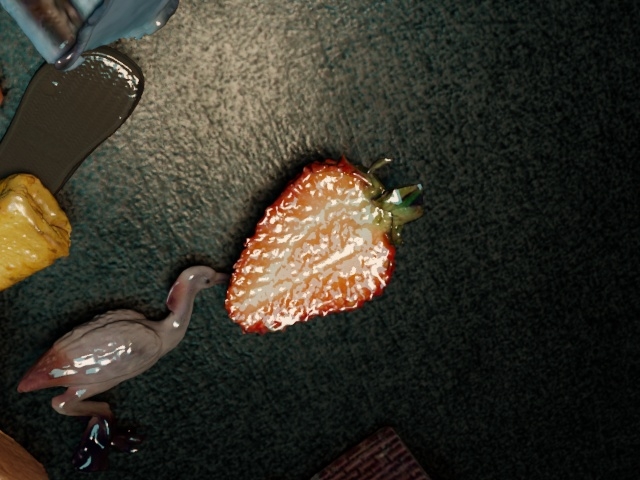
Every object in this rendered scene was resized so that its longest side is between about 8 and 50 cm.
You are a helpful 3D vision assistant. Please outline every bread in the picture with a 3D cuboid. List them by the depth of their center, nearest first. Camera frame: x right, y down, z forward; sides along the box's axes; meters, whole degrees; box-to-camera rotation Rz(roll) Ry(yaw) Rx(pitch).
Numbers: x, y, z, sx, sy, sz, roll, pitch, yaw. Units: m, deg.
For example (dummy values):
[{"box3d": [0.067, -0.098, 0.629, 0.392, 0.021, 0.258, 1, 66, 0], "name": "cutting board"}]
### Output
[{"box3d": [-0.395, 0.010, 1.007, 0.211, 0.083, 0.114, -26, 114, 11], "name": "bread"}]

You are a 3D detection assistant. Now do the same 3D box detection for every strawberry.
[{"box3d": [0.000, 0.000, 1.092, 0.286, 0.106, 0.188, -35, 105, 6], "name": "strawberry"}]

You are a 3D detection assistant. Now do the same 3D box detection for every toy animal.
[{"box3d": [-0.240, 0.133, 1.084, 0.195, 0.090, 0.324, 34, 91, -41], "name": "toy animal"}]

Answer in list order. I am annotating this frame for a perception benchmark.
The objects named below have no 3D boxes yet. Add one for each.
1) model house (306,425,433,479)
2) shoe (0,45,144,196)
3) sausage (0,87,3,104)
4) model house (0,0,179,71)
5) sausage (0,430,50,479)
[{"box3d": [0.064, 0.396, 1.168, 0.280, 0.230, 0.248, -36, 84, -3], "name": "model house"}, {"box3d": [-0.297, -0.146, 1.006, 0.108, 0.093, 0.241, 36, 119, -20], "name": "shoe"}, {"box3d": [-0.421, -0.290, 0.941, 0.087, 0.079, 0.326, -21, 112, -37], "name": "sausage"}, {"box3d": [-0.242, -0.360, 0.848, 0.303, 0.215, 0.237, 50, 127, 0], "name": "model house"}, {"box3d": [-0.466, 0.361, 1.080, 0.123, 0.123, 0.253, 41, 93, -18], "name": "sausage"}]
